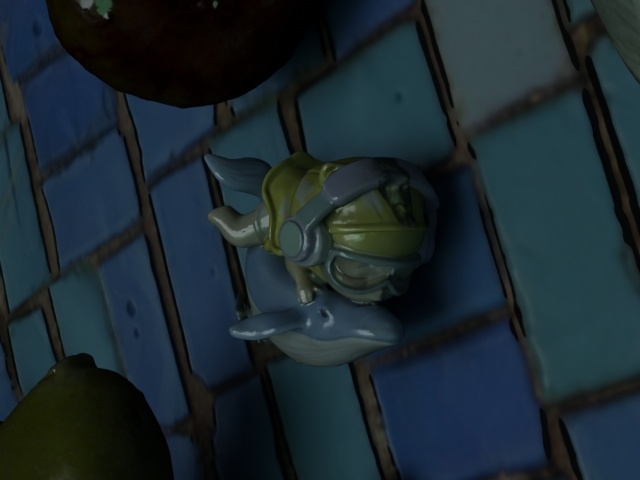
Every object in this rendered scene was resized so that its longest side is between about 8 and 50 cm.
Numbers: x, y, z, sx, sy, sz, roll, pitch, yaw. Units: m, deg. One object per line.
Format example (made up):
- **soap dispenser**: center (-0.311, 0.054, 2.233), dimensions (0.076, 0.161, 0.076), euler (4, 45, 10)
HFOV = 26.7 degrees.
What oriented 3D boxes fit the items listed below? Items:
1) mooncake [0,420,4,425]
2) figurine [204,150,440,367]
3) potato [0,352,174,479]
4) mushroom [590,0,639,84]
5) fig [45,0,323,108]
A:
- **mooncake**: center (-0.352, 0.265, 1.357), dimensions (0.104, 0.175, 0.168), euler (26, 155, 42)
- **figurine**: center (0.000, 0.000, 0.945), dimensions (0.208, 0.128, 0.184), euler (57, 130, 36)
- **potato**: center (-0.195, 0.255, 1.021), dimensions (0.202, 0.218, 0.351), euler (13, 98, 13)
- **mushroom**: center (0.165, -0.170, 0.754), dimensions (0.278, 0.096, 0.099), euler (58, 132, 34)
- **fig**: center (-0.115, -0.246, 1.034), dimensions (0.321, 0.217, 0.217), euler (-113, 38, -54)
